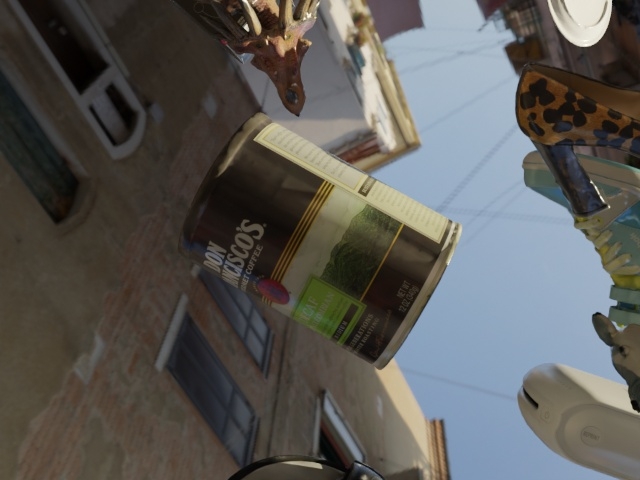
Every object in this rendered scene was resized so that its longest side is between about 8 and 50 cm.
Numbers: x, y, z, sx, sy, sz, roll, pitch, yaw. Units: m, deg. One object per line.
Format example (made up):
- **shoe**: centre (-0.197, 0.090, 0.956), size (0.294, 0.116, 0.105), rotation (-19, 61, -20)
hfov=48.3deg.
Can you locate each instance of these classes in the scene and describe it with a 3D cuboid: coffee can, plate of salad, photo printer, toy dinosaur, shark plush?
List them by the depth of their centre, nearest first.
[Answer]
- **toy dinosaur**: centre (-0.104, -0.253, 0.632), size (0.127, 0.296, 0.200), rotation (-41, -138, 34)
- **shark plush**: centre (0.294, 0.123, 0.642), size (0.073, 0.067, 0.161), rotation (2, -160, 3)
- **coffee can**: centre (0.000, 0.000, 0.857), size (0.201, 0.275, 0.201), rotation (-61, 177, -6)
- **photo printer**: centre (0.443, 0.273, 1.034), size (0.307, 0.107, 0.256), rotation (18, -176, 5)
- **plate of salad**: centre (0.458, -0.448, 1.286), size (0.200, 0.200, 0.048), rotation (-43, -157, -26)

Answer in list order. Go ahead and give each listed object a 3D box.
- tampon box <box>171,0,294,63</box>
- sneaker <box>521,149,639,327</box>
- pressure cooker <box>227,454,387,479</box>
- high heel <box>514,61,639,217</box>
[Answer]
- **tampon box**: centre (-0.140, -0.355, 1.009), size (0.120, 0.161, 0.101), rotation (-48, 174, 4)
- **sneaker**: centre (0.383, 0.020, 0.915), size (0.127, 0.319, 0.208), rotation (-22, 134, -84)
- **pressure cooker**: centre (-0.048, 0.537, 1.060), size (0.375, 0.420, 0.370), rotation (9, -145, -21)
- **high heel**: centre (0.330, -0.149, 0.699), size (0.261, 0.186, 0.093), rotation (-31, -150, 16)
